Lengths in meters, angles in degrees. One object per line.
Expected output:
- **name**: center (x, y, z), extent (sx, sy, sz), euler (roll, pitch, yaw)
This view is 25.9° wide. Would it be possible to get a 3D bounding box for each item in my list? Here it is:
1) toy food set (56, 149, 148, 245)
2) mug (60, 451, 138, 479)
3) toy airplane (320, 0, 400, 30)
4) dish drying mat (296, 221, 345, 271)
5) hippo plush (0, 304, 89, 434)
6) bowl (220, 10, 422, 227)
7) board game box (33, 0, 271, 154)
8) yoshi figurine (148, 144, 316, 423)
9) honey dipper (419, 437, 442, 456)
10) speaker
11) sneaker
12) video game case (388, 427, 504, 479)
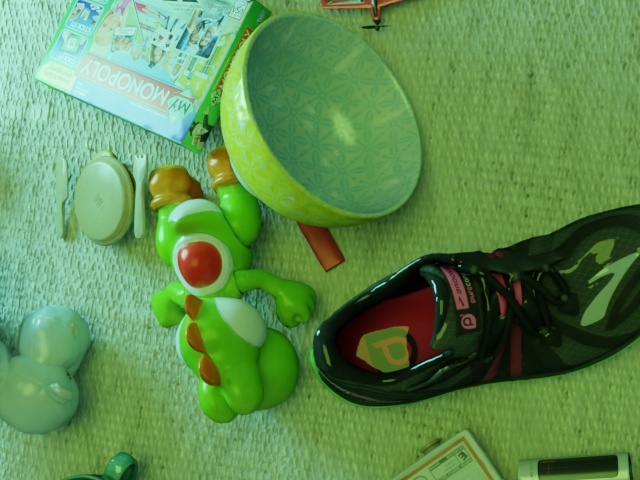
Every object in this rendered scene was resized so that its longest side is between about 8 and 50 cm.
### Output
- **toy food set**: center (-0.289, -0.059, 1.910), extent (0.192, 0.038, 0.132), euler (2, 92, 42)
- **mug**: center (-0.285, 0.366, 1.826), extent (0.157, 0.097, 0.129), euler (-28, 74, 9)
- **toy airplane**: center (0.070, -0.354, 1.886), extent (0.151, 0.028, 0.151), euler (-3, 79, 14)
- **dish drying mat**: center (0.000, 0.000, 1.855), extent (0.032, 0.008, 0.083), euler (-32, 73, 8)
- **hippo plush**: center (-0.430, 0.158, 1.826), extent (0.236, 0.234, 0.294), euler (13, 64, 1)
- **bowl**: center (-0.026, -0.129, 1.780), extent (0.156, 0.289, 0.289), euler (-33, 70, 43)
- **board game box**: center (-0.235, -0.264, 1.899), extent (0.317, 0.046, 0.214), euler (25, 87, 36)
- **yoshi figurine**: center (-0.116, 0.074, 1.819), extent (0.203, 0.203, 0.362), euler (3, 61, -24)
- **honey dipper**: center (0.180, 0.321, 1.738), extent (0.030, 0.030, 0.161), euler (-37, 74, 7)
- **speaker**: center (0.309, 0.289, 1.694), extent (0.136, 0.055, 0.055), euler (-6, 79, 15)
- **sneaker**: center (0.210, 0.090, 1.678), extent (0.482, 0.202, 0.185), euler (-23, 76, 11)
- **video game case**: center (0.178, 0.403, 1.708), extent (0.204, 0.025, 0.285), euler (-36, 79, 10)
